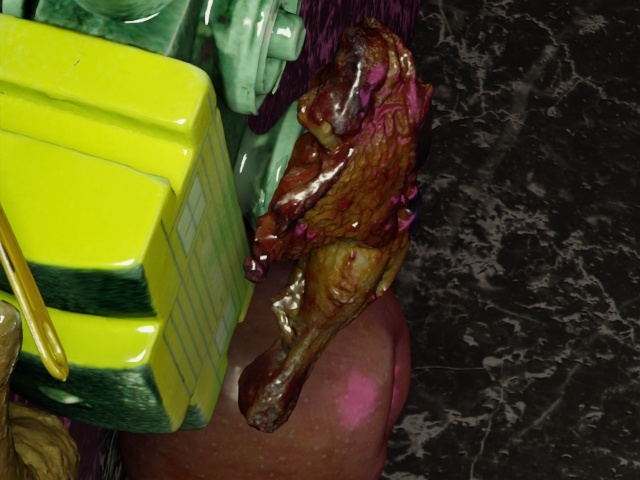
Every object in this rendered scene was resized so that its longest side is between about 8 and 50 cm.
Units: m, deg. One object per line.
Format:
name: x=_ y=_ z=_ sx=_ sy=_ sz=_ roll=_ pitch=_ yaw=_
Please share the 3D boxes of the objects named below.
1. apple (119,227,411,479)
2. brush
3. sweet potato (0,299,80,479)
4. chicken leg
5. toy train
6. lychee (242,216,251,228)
apple: x=-0.044 y=0.130 z=1.550 sx=0.306 sy=0.235 sz=0.305 roll=9 pitch=90 yaw=-81
brush: x=-0.164 y=-0.026 z=0.821 sx=0.205 sy=0.011 sz=0.083 roll=65 pitch=6 yaw=4
sweet potato: x=-0.190 y=0.125 z=0.937 sx=0.310 sy=0.098 sz=0.124 roll=95 pitch=12 yaw=-71
chicken leg: x=0.007 y=-0.007 z=1.103 sx=0.177 sy=0.083 sz=0.322 roll=-50 pitch=162 yaw=-29
toy train: x=-0.116 y=-0.027 z=1.063 sx=0.442 sy=0.179 sz=0.272 roll=83 pitch=24 yaw=-71
lychee: x=-0.032 y=0.009 z=1.785 sx=0.171 sy=0.171 sz=0.171 roll=10 pitch=90 yaw=-83
